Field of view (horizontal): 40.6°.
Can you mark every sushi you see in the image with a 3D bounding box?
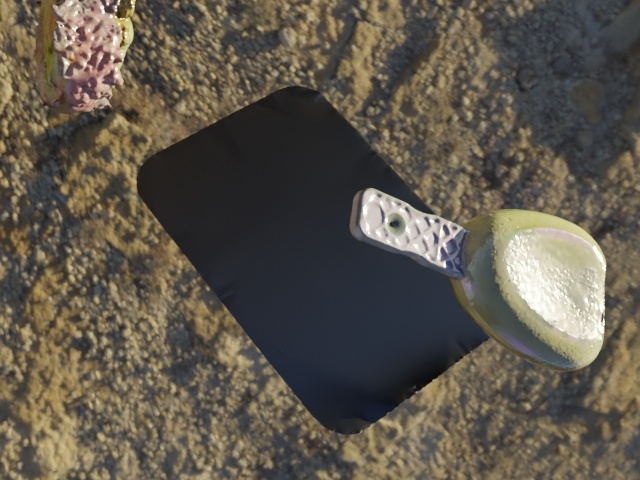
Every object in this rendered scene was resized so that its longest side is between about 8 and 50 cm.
[{"bbox_3d":[-0.290,-0.269,1.042,0.108,0.161,0.241,-2,76,-29],"label":"sushi"}]

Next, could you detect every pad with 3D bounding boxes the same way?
[{"bbox_3d":[0.000,0.000,0.646,0.181,0.267,0.004,-32,159,-23],"label":"pad"}]

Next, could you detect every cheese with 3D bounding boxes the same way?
[{"bbox_3d":[0.095,0.014,0.506,0.192,0.037,0.097,20,67,-30],"label":"cheese"}]
